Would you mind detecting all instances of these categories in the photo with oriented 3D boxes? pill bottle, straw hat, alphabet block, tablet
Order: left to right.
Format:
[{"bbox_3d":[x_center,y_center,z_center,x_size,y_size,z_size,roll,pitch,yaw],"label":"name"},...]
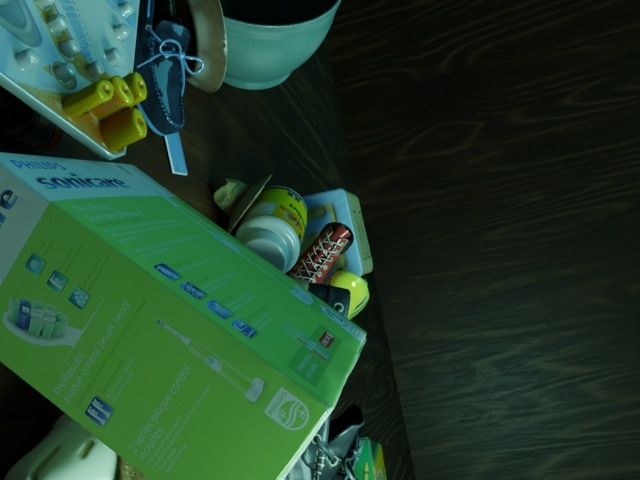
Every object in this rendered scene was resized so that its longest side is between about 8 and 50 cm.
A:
[{"bbox_3d":[-0.217,-0.139,0.915,0.054,0.006,0.083,-12,90,-79],"label":"tablet"},{"bbox_3d":[-0.145,-0.072,1.035,0.061,0.144,0.144,36,19,-6],"label":"straw hat"},{"bbox_3d":[-0.089,-0.011,1.120,0.215,0.117,0.117,-79,154,-64],"label":"pill bottle"},{"bbox_3d":[0.000,0.000,1.378,0.197,0.192,0.194,-2,81,-78],"label":"alphabet block"}]

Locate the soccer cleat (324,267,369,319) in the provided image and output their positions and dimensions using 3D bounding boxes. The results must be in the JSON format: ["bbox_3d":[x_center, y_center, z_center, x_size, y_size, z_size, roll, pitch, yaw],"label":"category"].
[{"bbox_3d":[0.018,0.158,1.238,0.121,0.093,0.289,-60,180,-36],"label":"soccer cleat"}]

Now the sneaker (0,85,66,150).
[{"bbox_3d":[-0.269,-0.161,0.549,0.065,0.061,0.158,-19,95,-73],"label":"sneaker"}]

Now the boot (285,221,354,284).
[{"bbox_3d":[-0.024,0.052,1.134,0.088,0.176,0.244,40,33,3],"label":"boot"}]

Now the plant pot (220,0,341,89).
[{"bbox_3d":[-0.119,-0.399,1.102,0.196,0.293,0.293,108,-20,-56],"label":"plant pot"}]

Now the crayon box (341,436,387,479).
[{"bbox_3d":[0.119,0.638,1.511,0.165,0.081,0.279,55,24,-62],"label":"crayon box"}]

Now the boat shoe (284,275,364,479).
[{"bbox_3d":[-0.009,0.300,0.931,0.187,0.155,0.501,134,-46,-88],"label":"boat shoe"}]

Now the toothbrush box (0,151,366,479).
[{"bbox_3d":[-0.118,0.059,0.493,0.283,0.122,0.206,37,10,5],"label":"toothbrush box"}]

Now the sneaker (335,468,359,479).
[{"bbox_3d":[0.029,0.516,1.208,0.140,0.125,0.341,50,-7,42],"label":"sneaker"}]

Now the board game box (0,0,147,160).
[{"bbox_3d":[-0.276,-0.321,0.513,0.390,0.050,0.390,43,34,-51],"label":"board game box"}]

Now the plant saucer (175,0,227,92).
[{"bbox_3d":[-0.199,-0.319,0.925,0.198,0.036,0.199,39,-41,44],"label":"plant saucer"}]

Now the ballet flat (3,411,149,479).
[{"bbox_3d":[-0.182,0.233,0.465,0.124,0.116,0.343,29,50,-50],"label":"ballet flat"}]

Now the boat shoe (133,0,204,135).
[{"bbox_3d":[-0.221,-0.276,0.834,0.109,0.089,0.258,-30,106,-78],"label":"boat shoe"}]
